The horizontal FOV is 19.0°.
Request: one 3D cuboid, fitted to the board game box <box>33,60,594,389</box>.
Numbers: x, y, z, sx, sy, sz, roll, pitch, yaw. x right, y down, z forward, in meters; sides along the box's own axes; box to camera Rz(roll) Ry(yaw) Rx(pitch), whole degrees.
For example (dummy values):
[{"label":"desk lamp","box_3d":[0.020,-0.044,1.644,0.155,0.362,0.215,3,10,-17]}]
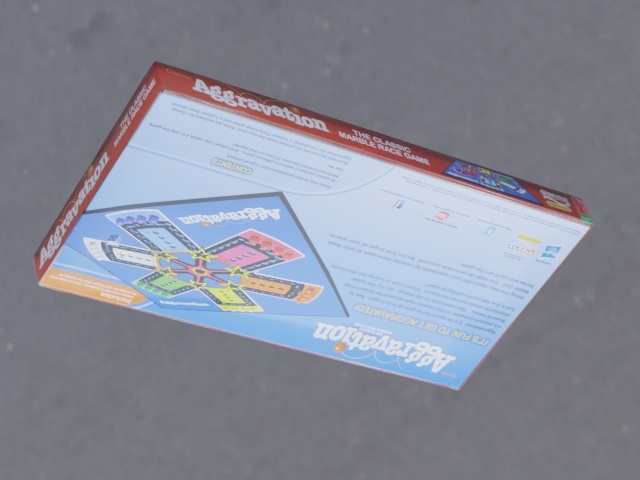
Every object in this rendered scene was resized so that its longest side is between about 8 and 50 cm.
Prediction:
[{"label":"board game box","box_3d":[0.000,0.000,1.054,0.281,0.027,0.145,16,125,-30]}]
